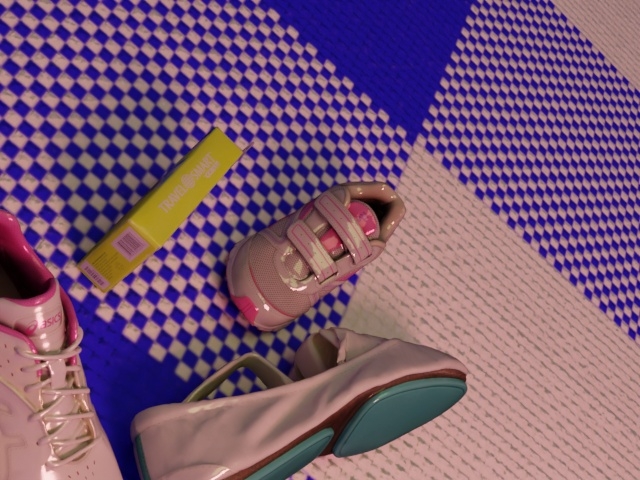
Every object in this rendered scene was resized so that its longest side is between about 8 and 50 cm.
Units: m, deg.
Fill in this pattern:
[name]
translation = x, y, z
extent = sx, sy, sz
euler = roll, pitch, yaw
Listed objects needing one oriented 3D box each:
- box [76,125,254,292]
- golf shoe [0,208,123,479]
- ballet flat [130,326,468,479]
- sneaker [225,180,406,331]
[box]
translation = -0.144, -0.035, 1.010
extent = 0.042, 0.109, 0.178
euler = 45, 45, -10
[golf shoe]
translation = -0.230, 0.111, 0.832
extent = 0.115, 0.140, 0.306
euler = -32, 91, -48
[ballet flat]
translation = -0.011, 0.150, 1.024
extent = 0.400, 0.139, 0.139
euler = -15, 77, -44
[sneaker]
translation = 0.000, 0.000, 1.114
extent = 0.103, 0.111, 0.252
euler = 52, 44, -5
